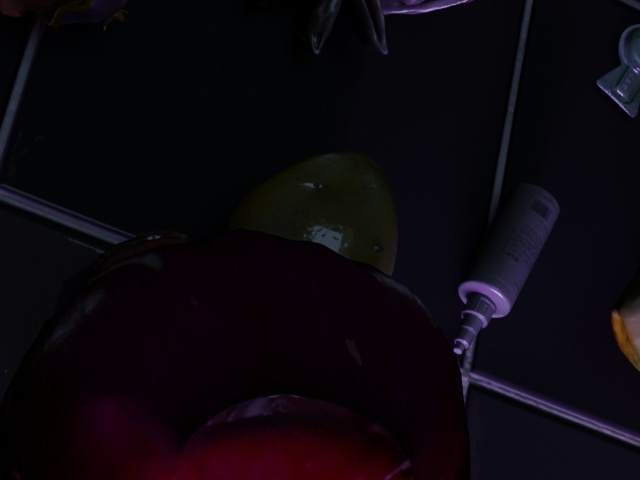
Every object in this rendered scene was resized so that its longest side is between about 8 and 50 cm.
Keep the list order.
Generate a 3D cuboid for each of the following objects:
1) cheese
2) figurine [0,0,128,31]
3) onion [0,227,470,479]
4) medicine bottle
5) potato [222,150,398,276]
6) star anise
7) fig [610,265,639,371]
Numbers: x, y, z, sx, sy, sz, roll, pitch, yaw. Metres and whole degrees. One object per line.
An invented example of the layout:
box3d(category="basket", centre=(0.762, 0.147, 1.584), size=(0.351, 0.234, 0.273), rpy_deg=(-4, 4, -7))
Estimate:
box3d(category="cheese", centre=(0.348, -0.194, 1.909), size=(0.067, 0.026, 0.120), rpy_deg=(41, 59, -10))
box3d(category="figurine", centre=(-0.246, -0.307, 1.538), size=(0.189, 0.142, 0.263), rpy_deg=(-24, 100, -27))
box3d(category="onion", centre=(-0.079, 0.122, 1.401), size=(0.398, 0.398, 0.420), rpy_deg=(13, 38, -25))
box3d(category="medicine bottle", centre=(0.174, 0.033, 1.717), size=(0.058, 0.058, 0.199), rpy_deg=(37, 59, -13))
box3d(category="potato", centre=(0.000, 0.000, 1.593), size=(0.157, 0.157, 0.194), rpy_deg=(45, 45, -8))
box3d(category="star anise", centre=(0.031, -0.266, 1.724), size=(0.231, 0.089, 0.209), rpy_deg=(37, 70, -6))
box3d(category="fig", centre=(0.419, 0.066, 1.744), size=(0.271, 0.239, 0.239), rpy_deg=(-2, 74, -14))
